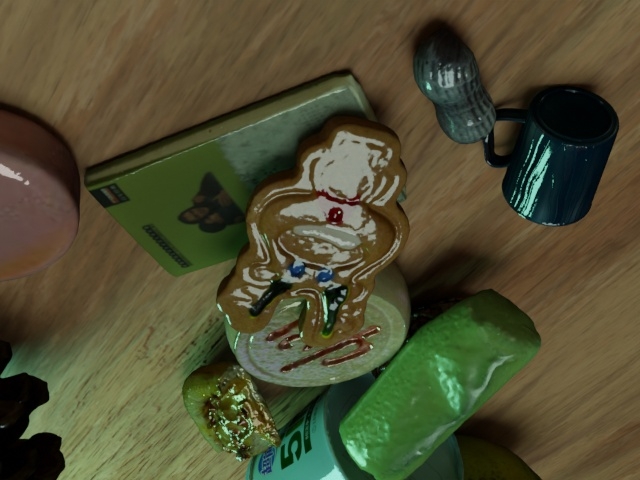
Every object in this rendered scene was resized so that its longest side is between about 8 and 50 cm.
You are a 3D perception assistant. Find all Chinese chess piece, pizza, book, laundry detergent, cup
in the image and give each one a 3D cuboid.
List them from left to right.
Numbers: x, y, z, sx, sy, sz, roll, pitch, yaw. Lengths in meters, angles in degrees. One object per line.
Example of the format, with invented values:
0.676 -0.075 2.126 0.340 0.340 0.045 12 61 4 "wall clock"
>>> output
-0.145 0.284 1.509 0.074 0.182 0.365 -44 172 -24 "pizza"
-0.082 -0.067 1.182 0.352 0.035 0.239 -20 142 12 "book"
-0.005 0.102 1.353 0.270 0.112 0.270 -6 141 -5 "Chinese chess piece"
0.040 0.414 1.613 0.287 0.287 0.305 18 134 -31 "laundry detergent"
0.277 -0.103 1.146 0.150 0.113 0.138 -5 140 -8 "cup"

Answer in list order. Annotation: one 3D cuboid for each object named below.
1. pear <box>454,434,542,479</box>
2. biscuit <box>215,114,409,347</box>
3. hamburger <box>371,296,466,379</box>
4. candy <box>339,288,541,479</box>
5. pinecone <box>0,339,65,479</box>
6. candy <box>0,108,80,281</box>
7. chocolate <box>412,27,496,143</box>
0.286 0.571 1.778 0.391 0.391 0.391 -6 142 -4 "pear"
0.000 0.000 1.153 0.202 0.047 0.333 15 121 -15 "biscuit"
0.189 0.185 1.505 0.231 0.106 0.231 -5 148 -3 "hamburger"
0.167 0.217 1.380 0.132 0.142 0.343 -6 142 -53 "candy"
-0.546 0.292 1.290 0.398 0.397 0.397 -6 142 -4 "pinecone"
-0.410 -0.048 1.088 0.255 0.094 0.255 -6 142 -5 "candy"
0.153 -0.172 1.069 0.072 0.072 0.167 -20 143 14 "chocolate"
